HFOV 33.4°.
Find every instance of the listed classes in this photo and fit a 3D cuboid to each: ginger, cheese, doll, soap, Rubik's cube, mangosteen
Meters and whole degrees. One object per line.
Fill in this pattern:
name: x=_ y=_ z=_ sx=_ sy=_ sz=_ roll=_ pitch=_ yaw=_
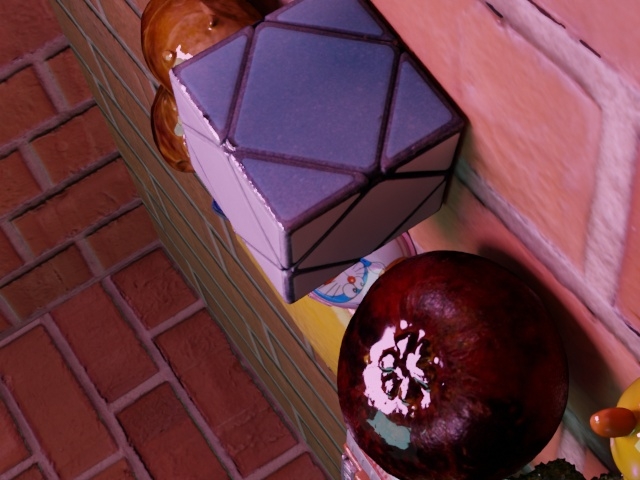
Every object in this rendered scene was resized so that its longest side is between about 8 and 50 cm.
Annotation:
ginger: x=-0.152 y=-0.218 z=1.347 sx=0.357 sy=0.152 sz=0.274 roll=94 pitch=158 yaw=-56
cheese: x=0.000 y=0.000 z=1.341 sx=0.286 sy=0.074 sz=0.189 roll=31 pitch=129 yaw=-8
doll: x=0.272 y=0.162 z=0.798 sx=0.221 sy=0.142 sz=0.135 roll=74 pitch=-166 yaw=-54
soap: x=0.001 y=0.078 z=1.657 sx=0.427 sy=0.115 sz=0.306 roll=53 pitch=162 yaw=18
Rubik's cube: x=-0.006 y=-0.095 z=1.057 sx=0.205 sy=0.205 sz=0.207 roll=54 pitch=168 yaw=17
mangosteen: x=0.142 y=0.130 z=1.076 sx=0.235 sy=0.235 sz=0.261 roll=52 pitch=-160 yaw=25

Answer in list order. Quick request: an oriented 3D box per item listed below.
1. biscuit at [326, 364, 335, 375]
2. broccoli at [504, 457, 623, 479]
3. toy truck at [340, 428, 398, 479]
biscuit: x=0.042 y=0.212 z=2.001 sx=0.273 sy=0.036 sz=0.187 roll=35 pitch=155 yaw=60
broccoli: x=0.249 y=0.338 z=1.083 sx=0.269 sy=0.241 sz=0.261 roll=-34 pitch=95 yaw=34
toy truck: x=0.131 y=0.307 z=1.487 sx=0.173 sy=0.207 sz=0.387 roll=53 pitch=166 yaw=21
